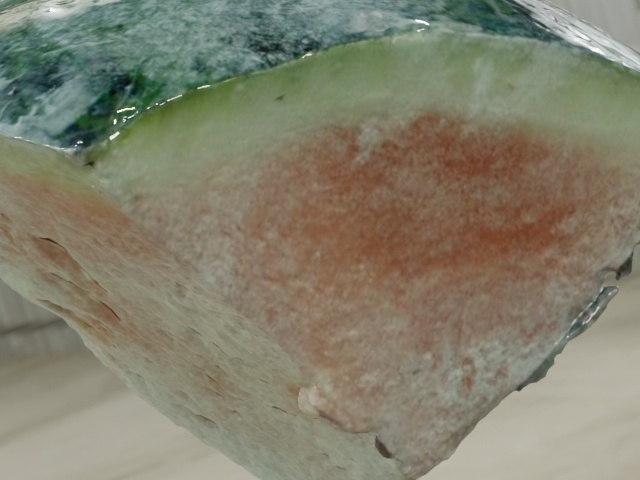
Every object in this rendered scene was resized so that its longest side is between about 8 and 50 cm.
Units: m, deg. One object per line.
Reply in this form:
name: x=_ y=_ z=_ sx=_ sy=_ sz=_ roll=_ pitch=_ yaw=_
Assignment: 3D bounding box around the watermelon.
watermelon: x=0.000 y=0.000 z=0.841 sx=0.387 sy=0.258 sz=0.228 roll=-6 pitch=20 yaw=-35
